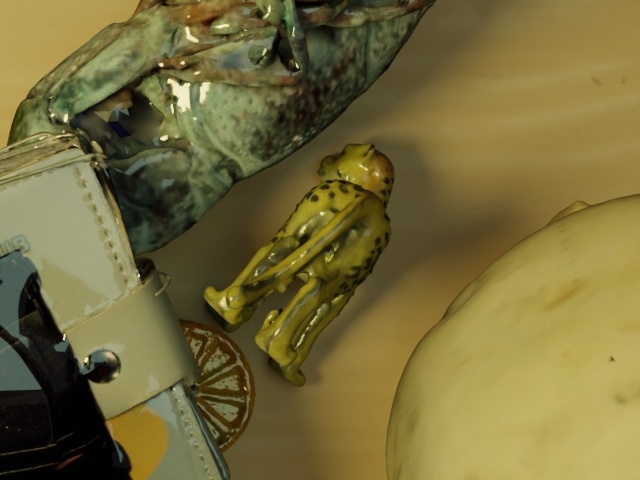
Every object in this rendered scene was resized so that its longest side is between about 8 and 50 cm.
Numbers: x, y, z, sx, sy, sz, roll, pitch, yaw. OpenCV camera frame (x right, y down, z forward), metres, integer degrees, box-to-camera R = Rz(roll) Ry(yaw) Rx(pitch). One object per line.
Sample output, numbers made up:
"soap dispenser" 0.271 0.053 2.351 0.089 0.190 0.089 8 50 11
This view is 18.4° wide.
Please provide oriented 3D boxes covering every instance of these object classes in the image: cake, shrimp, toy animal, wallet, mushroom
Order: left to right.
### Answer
"wallet" -0.148 0.072 1.004 0.170 0.069 0.231 -19 105 -3
"cake" -0.077 0.083 1.081 0.084 0.044 0.084 3 82 -19
"shrimp" -0.016 -0.133 1.060 0.137 0.172 0.372 43 80 -7
"toy animal" 0.000 0.000 1.056 0.073 0.181 0.136 38 85 6
"mushroom" 0.206 0.148 1.064 0.314 0.314 0.336 -48 125 -18
